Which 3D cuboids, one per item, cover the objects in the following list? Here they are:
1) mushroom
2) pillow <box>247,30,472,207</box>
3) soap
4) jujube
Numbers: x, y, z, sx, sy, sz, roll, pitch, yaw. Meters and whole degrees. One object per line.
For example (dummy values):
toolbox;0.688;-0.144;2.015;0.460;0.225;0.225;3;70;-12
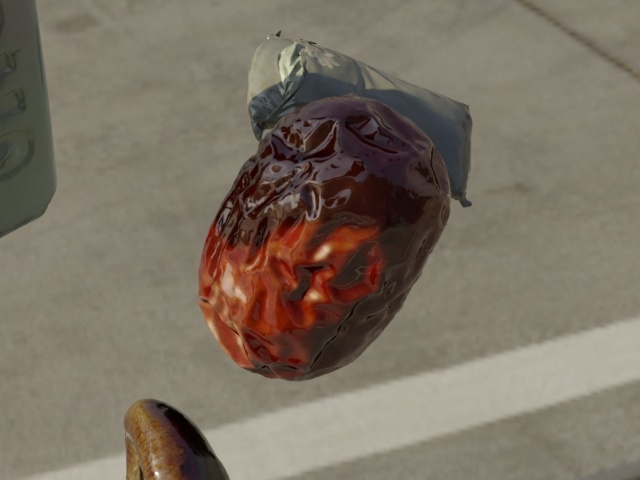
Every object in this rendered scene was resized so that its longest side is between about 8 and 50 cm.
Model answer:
mushroom;-0.160;0.240;1.016;0.217;0.227;0.148;-15;-8;-16
pillow;0.048;-0.136;1.473;0.255;0.059;0.169;19;43;-11
soap;-0.323;-0.135;1.224;0.095;0.289;0.173;25;40;34
jujube;0.000;0.000;1.169;0.174;0.250;0.174;19;34;-13
